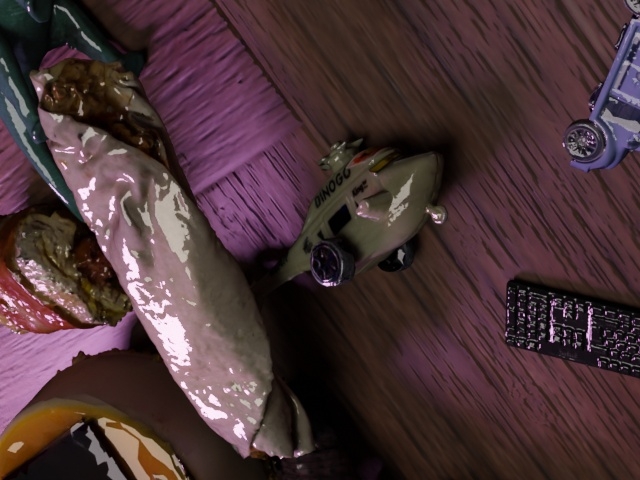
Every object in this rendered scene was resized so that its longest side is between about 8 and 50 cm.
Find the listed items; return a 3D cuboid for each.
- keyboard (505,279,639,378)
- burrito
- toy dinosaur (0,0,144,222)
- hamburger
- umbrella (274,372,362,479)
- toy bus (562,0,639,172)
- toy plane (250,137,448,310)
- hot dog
[{"bbox_3d":[0.237,0.079,1.022,0.204,0.013,0.061,13,124,26],"label":"keyboard"},{"bbox_3d":[-0.110,0.028,1.079,0.117,0.076,0.392,-4,121,39],"label":"burrito"},{"bbox_3d":[-0.306,-0.238,1.136,0.331,0.129,0.383,33,133,26],"label":"toy dinosaur"},{"bbox_3d":[-0.181,0.242,1.283,0.294,0.179,0.276,-38,91,22],"label":"hamburger"},{"bbox_3d":[0.016,0.277,1.193,0.090,0.094,0.326,-29,81,62],"label":"umbrella"},{"bbox_3d":[0.220,-0.113,0.870,0.076,0.073,0.167,27,129,14],"label":"toy bus"},{"bbox_3d":[0.000,0.000,1.084,0.286,0.092,0.108,-42,70,42],"label":"toy plane"},{"bbox_3d":[-0.260,0.026,1.263,0.213,0.103,0.146,-2,139,44],"label":"hot dog"}]
